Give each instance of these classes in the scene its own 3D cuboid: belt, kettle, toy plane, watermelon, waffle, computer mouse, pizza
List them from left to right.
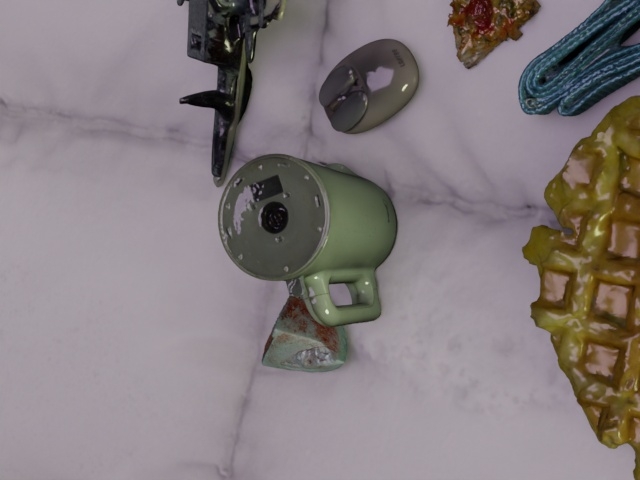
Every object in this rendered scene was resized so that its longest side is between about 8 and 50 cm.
[{"bbox_3d":[-0.088,-0.177,1.115,0.192,0.088,0.262,25,104,53],"label":"toy plane"},{"bbox_3d":[-0.017,0.083,1.087,0.085,0.061,0.085,-4,82,35],"label":"watermelon"},{"bbox_3d":[0.003,-0.005,1.031,0.127,0.148,0.098,47,106,21],"label":"kettle"},{"bbox_3d":[0.038,-0.131,1.075,0.096,0.039,0.066,-31,76,24],"label":"computer mouse"},{"bbox_3d":[0.133,-0.178,1.036,0.083,0.025,0.078,20,95,25],"label":"pizza"},{"bbox_3d":[0.223,-0.164,0.972,0.179,0.065,0.100,-34,85,22],"label":"belt"},{"bbox_3d":[0.306,0.032,0.924,0.302,0.068,0.325,-36,76,22],"label":"waffle"}]
